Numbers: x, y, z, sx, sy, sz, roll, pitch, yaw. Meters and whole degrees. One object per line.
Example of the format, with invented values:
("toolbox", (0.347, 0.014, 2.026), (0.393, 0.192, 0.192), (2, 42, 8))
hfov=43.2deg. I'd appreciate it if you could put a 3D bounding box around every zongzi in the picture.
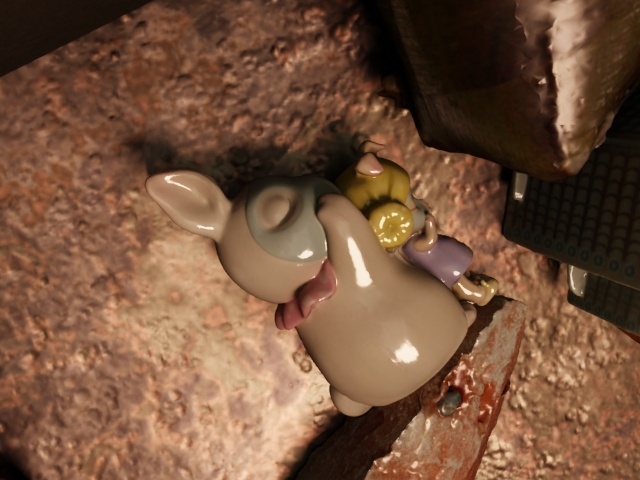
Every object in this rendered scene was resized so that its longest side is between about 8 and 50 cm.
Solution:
("zongzi", (0.178, -0.317, 0.522), (0.432, 0.207, 0.403), (-41, 125, -14))

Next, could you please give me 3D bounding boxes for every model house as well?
("model house", (0.279, -0.016, 0.600), (0.215, 0.224, 0.198), (34, 91, -18))

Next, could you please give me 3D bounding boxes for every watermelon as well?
("watermelon", (0.097, 0.153, 0.654), (0.154, 0.094, 0.241), (29, 88, -22))

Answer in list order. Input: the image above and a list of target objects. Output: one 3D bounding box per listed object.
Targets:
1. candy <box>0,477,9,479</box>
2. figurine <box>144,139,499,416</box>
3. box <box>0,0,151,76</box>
("candy", (-0.296, 0.329, 0.481), (0.358, 0.208, 0.145), (-34, 137, -14))
("figurine", (0.000, 0.000, 0.586), (0.155, 0.127, 0.235), (-41, 102, 14))
("box", (-0.201, -0.215, 0.445), (0.345, 0.251, 0.205), (-29, 102, -8))
